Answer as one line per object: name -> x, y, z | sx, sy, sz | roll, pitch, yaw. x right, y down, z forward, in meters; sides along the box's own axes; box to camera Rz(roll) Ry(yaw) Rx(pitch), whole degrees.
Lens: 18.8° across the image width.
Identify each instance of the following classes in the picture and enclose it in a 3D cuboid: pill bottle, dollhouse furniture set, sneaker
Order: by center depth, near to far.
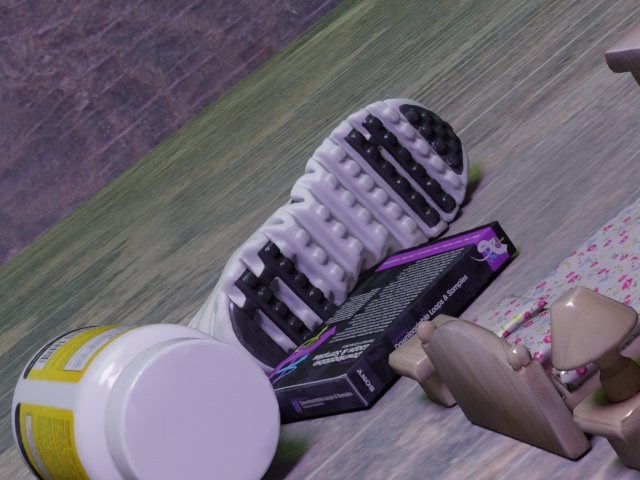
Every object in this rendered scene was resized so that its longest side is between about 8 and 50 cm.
dollhouse furniture set -> 0.176, -0.057, 0.949 | 0.303, 0.174, 0.355 | -38, 13, -13
pill bottle -> -0.110, 0.111, 1.203 | 0.119, 0.119, 0.208 | -40, 13, -20
sneaker -> 0.000, 0.000, 1.383 | 0.292, 0.110, 0.118 | -44, 6, -37

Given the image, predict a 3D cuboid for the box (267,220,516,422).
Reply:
box -> 0.039, 0.053, 1.234 | 0.162, 0.029, 0.116 | -42, 13, -32
